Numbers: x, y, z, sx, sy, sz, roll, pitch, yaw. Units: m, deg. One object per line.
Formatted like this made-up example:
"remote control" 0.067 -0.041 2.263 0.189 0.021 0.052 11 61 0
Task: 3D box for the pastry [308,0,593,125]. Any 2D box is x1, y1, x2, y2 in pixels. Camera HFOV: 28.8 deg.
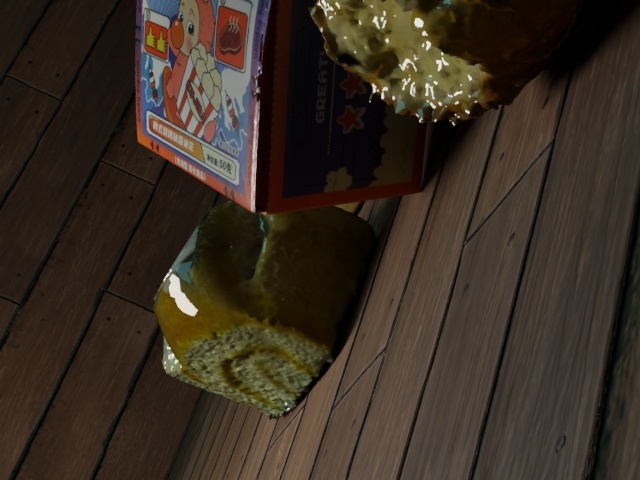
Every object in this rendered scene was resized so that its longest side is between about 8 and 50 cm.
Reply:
"pastry" 0.139 -0.304 1.147 0.337 0.292 0.405 -56 -5 -8

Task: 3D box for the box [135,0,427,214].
"box" -0.056 -0.239 1.612 0.348 0.256 0.319 31 122 50

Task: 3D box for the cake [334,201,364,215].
"cake" 0.006 -0.138 2.127 0.208 0.178 0.185 124 169 -71

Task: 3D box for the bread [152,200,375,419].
"bread" -0.112 0.099 1.831 0.395 0.264 0.239 127 162 -58
